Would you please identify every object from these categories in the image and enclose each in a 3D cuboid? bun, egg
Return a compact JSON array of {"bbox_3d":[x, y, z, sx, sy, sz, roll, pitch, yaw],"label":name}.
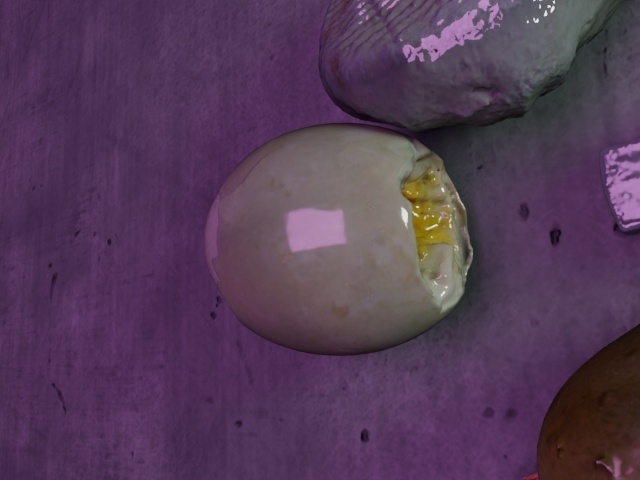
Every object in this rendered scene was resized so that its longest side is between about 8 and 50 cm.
[{"bbox_3d":[0.162,-0.253,0.681,0.354,0.194,0.355,-27,38,24],"label":"bun"},{"bbox_3d":[0.000,0.000,0.727,0.336,0.278,0.279,-7,79,32],"label":"egg"}]

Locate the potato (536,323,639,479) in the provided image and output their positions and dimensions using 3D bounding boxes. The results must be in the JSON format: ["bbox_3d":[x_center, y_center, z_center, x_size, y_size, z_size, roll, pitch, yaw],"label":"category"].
[{"bbox_3d":[0.343,0.136,0.439,0.359,0.219,0.270,-15,38,21],"label":"potato"}]

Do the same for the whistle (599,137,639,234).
[{"bbox_3d":[0.385,-0.096,0.516,0.289,0.163,0.164,-20,71,35],"label":"whistle"}]

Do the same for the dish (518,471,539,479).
[{"bbox_3d":[0.279,0.351,0.576,0.260,0.085,0.260,-7,79,36],"label":"dish"}]
